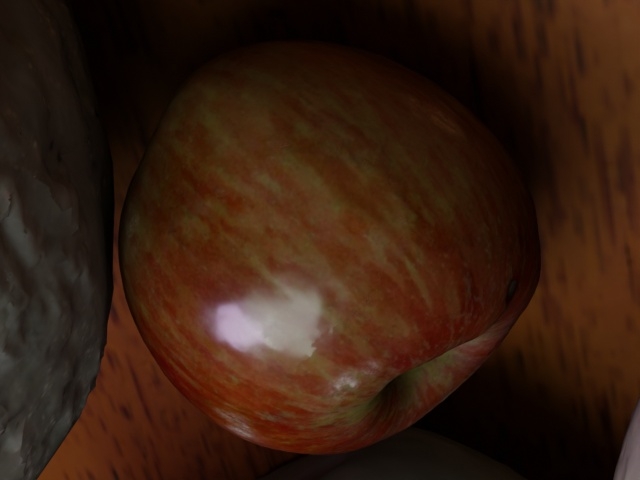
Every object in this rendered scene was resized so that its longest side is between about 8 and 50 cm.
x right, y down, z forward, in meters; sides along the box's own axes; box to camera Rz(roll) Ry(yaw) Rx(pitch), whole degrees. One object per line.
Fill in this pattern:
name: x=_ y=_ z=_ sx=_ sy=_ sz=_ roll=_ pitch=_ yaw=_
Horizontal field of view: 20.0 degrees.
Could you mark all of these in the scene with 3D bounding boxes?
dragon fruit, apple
dragon fruit: x=-0.164 y=-0.032 z=0.629 sx=0.221 sy=0.204 sz=0.283 roll=46 pitch=170 yaw=-37
apple: x=0.000 y=0.000 z=0.634 sx=0.131 sy=0.146 sz=0.146 roll=48 pitch=139 yaw=16

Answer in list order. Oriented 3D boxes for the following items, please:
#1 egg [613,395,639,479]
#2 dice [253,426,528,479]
egg: x=0.221 y=0.120 z=0.545 sx=0.283 sy=0.283 sz=0.345 roll=-10 pitch=119 yaw=31
dice: x=-0.011 y=0.249 z=0.724 sx=0.268 sy=0.262 sz=0.265 roll=-31 pitch=90 yaw=51
